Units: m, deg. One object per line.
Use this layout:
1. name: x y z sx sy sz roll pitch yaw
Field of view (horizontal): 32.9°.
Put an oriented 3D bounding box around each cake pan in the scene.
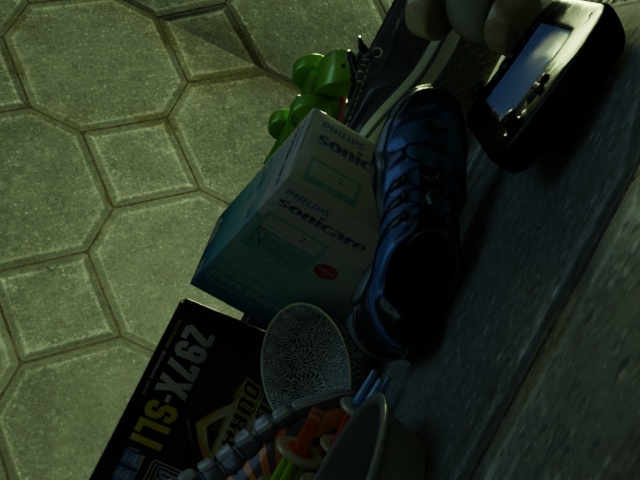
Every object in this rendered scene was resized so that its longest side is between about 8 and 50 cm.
1. cake pan: 0.012 0.276 0.947 0.293 0.054 0.293 -64 4 8

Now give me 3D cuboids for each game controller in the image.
1. game controller: 0.210 -0.159 1.052 0.166 0.067 0.319 -63 5 13

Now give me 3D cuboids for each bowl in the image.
1. bowl: 0.007 0.160 1.371 0.080 0.170 0.170 -3 -49 -43

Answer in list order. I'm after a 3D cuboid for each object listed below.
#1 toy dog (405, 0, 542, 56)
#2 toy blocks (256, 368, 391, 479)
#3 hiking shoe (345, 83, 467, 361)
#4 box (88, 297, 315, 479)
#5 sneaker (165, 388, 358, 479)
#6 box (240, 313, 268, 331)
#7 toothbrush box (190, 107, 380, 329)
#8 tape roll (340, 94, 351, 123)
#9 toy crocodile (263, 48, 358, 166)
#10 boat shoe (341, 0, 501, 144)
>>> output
1. toy dog: 0.246 -0.379 1.363 0.161 0.220 0.334 -6 -44 -57
2. toy blocks: 0.010 0.201 1.123 0.123 0.054 0.148 11 -70 -50
3. hiking shoe: 0.114 -0.021 1.133 0.132 0.113 0.304 164 116 -71
4. box: -0.131 0.264 1.407 0.079 0.257 0.322 106 -173 -58
5. sneaker: -0.056 0.314 1.234 0.321 0.180 0.124 -35 -28 6
6. box: -0.042 0.156 1.615 0.203 0.168 0.167 -64 5 7
7. toothbrush box: 0.000 0.000 1.369 0.295 0.216 0.126 -42 22 49
8. tape roll: 0.100 -0.220 1.904 0.321 0.077 0.321 -41 -15 -14
9. toy crocodile: -0.018 -0.181 1.718 0.340 0.105 0.115 122 157 -50
10. boat shoe: 0.116 -0.213 1.533 0.500 0.156 0.187 -60 -35 -2
